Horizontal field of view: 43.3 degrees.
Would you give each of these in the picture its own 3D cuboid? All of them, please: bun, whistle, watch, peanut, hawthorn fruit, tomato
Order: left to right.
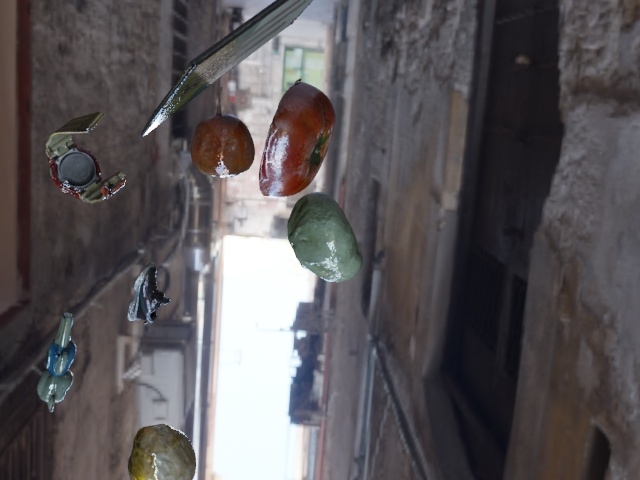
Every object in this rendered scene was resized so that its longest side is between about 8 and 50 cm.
[{"bbox_3d":[-0.611,0.283,1.897,0.077,0.235,0.114,10,-167,-26],"label":"whistle"},{"bbox_3d":[-0.447,-0.156,1.570,0.102,0.164,0.268,-43,-157,-29],"label":"watch"},{"bbox_3d":[-0.201,0.315,1.051,0.087,0.206,0.087,1,-139,-1],"label":"peanut"},{"bbox_3d":[-0.230,-0.222,1.821,0.149,0.189,0.149,-14,-138,13],"label":"hawthorn fruit"},{"bbox_3d":[-0.037,-0.172,1.450,0.085,0.224,0.225,22,-167,8],"label":"tomato"},{"bbox_3d":[0.000,0.000,1.603,0.118,0.195,0.195,-26,-162,-11],"label":"bun"}]

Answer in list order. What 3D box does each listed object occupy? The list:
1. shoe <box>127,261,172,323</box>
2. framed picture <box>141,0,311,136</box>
[{"bbox_3d":[-0.425,0.140,2.044,0.100,0.169,0.071,21,-162,4],"label":"shoe"},{"bbox_3d":[-0.099,-0.273,1.104,0.324,0.013,0.244,-44,-171,-28],"label":"framed picture"}]
